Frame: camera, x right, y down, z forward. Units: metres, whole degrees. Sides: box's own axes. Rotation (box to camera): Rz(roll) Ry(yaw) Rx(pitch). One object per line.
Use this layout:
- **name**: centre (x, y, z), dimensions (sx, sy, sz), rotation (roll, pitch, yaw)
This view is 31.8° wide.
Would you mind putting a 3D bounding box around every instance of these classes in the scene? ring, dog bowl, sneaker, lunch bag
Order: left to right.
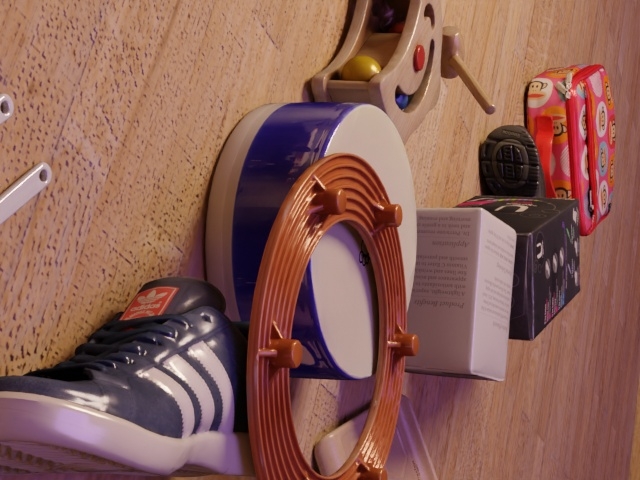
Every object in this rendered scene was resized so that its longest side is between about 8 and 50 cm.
- **sneaker**: centre (-0.132, 0.091, 0.792), dimensions (0.350, 0.131, 0.148), rotation (32, 56, -68)
- **dog bowl**: centre (0.000, 0.000, 1.071), dimensions (0.265, 0.104, 0.265), rotation (1, 90, -65)
- **ring**: centre (0.025, 0.093, 0.960), dimensions (0.336, 0.032, 0.336), rotation (1, 90, -67)
- **sneaker**: centre (0.316, -0.045, 1.748), dimensions (0.130, 0.109, 0.286), rotation (-38, 127, -66)
- **lunch bag**: centre (0.435, -0.158, 1.984), dimensions (0.258, 0.120, 0.293), rotation (-30, 117, -56)

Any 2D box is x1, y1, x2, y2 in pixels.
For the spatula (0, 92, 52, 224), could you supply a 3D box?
- **spatula**: centre (-0.242, -0.038, 0.655), dimensions (0.242, 0.019, 0.168), rotation (-55, 138, -49)

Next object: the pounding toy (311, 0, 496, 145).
- **pounding toy**: centre (0.109, -0.206, 1.229), dimensions (0.269, 0.155, 0.154), rotation (-53, 142, -51)

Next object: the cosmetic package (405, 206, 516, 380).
- **cosmetic package**: centre (0.131, 0.063, 1.298), dimensions (0.151, 0.151, 0.184), rotation (21, 73, -64)

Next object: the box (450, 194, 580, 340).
- **box**: centre (0.243, 0.029, 1.516), dimensions (0.270, 0.165, 0.143), rotation (-25, 114, -63)

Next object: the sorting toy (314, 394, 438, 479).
- **sorting toy**: centre (0.072, 0.289, 1.274), dimensions (0.208, 0.038, 0.193), rotation (-15, 86, -60)
